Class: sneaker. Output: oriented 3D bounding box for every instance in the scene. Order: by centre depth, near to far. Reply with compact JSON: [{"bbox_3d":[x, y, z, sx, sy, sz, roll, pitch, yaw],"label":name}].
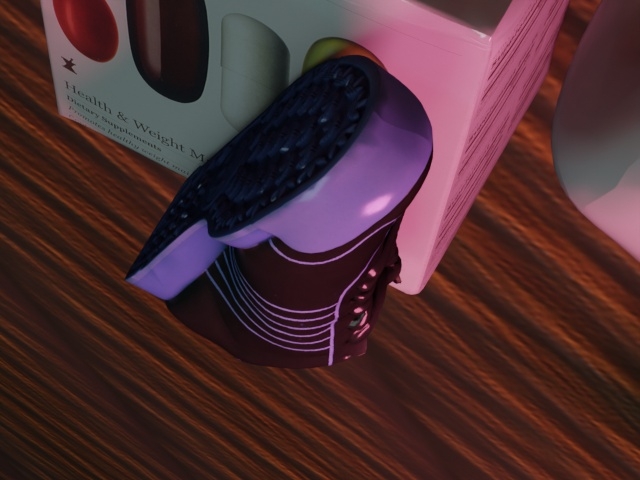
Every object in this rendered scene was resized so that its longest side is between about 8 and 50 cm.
[{"bbox_3d":[0.000,0.000,0.563,0.090,0.081,0.232,34,161,-13],"label":"sneaker"}]

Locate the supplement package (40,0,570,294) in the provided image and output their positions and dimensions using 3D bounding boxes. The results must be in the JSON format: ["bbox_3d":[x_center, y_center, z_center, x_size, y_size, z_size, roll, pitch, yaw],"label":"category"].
[{"bbox_3d":[0.000,-0.116,0.611,0.194,0.149,0.203,26,154,10],"label":"supplement package"}]

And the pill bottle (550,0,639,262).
[{"bbox_3d":[0.291,0.012,0.439,0.408,0.229,0.229,37,153,-9],"label":"pill bottle"}]
